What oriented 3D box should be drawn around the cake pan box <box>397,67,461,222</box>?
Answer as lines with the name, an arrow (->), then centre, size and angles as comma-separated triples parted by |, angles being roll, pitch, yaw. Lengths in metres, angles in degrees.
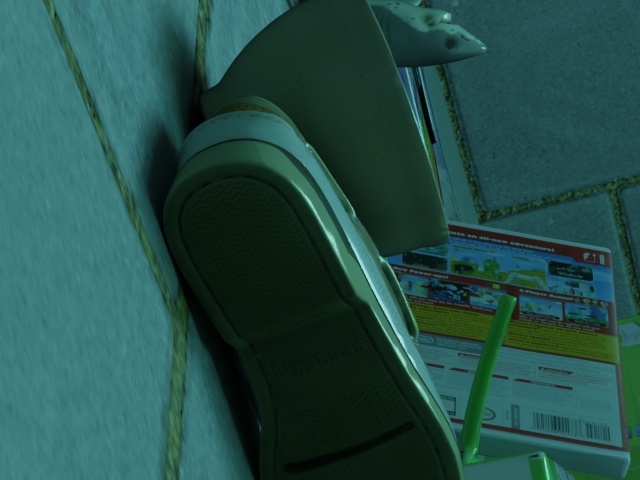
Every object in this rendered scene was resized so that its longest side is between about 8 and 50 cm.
cake pan box -> 0.095, -0.073, 2.039 | 0.246, 0.070, 0.267 | -31, 107, -84

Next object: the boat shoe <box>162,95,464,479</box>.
boat shoe -> 0.009, 0.060, 1.038 | 0.103, 0.113, 0.302 | -80, 154, -58

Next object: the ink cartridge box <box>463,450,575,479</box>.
ink cartridge box -> 0.120, 0.245, 1.230 | 0.273, 0.114, 0.198 | 38, 40, -76

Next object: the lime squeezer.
lime squeezer -> 0.132, 0.200, 1.405 | 0.059, 0.110, 0.310 | 2, 70, -63

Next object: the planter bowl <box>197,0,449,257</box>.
planter bowl -> -0.005, -0.057, 1.110 | 0.162, 0.109, 0.162 | 161, -90, -89

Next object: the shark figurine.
shark figurine -> 0.025, -0.176, 1.726 | 0.278, 0.166, 0.116 | -134, -128, -71

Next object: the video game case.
video game case -> 0.142, 0.077, 1.569 | 0.285, 0.204, 0.025 | -82, -177, -56

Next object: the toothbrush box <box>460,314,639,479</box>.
toothbrush box -> 0.242, 0.189, 1.829 | 0.206, 0.283, 0.122 | -91, 166, -60
